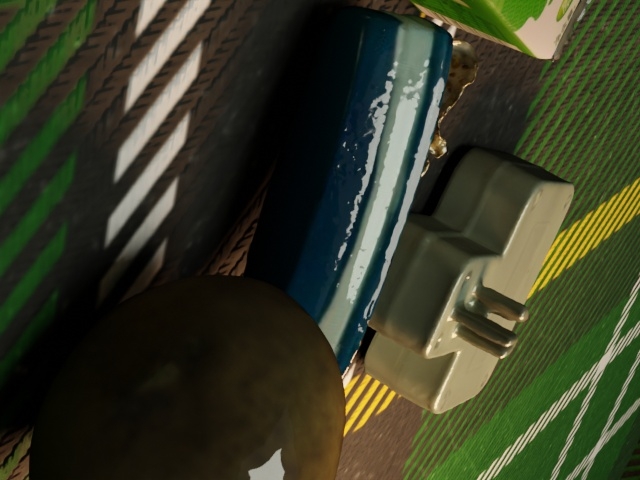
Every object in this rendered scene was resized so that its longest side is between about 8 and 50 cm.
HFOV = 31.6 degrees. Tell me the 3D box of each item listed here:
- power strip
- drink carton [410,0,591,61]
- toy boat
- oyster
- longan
[{"bbox_3d":[0.137,0.044,0.984,0.261,0.141,0.229,-1,117,-65],"label":"power strip"},{"bbox_3d":[0.098,-0.221,0.651,0.161,0.108,0.271,-63,156,5],"label":"drink carton"},{"bbox_3d":[0.000,0.000,0.709,0.061,0.096,0.299,11,104,-27],"label":"toy boat"},{"bbox_3d":[0.083,-0.098,0.810,0.083,0.081,0.038,-29,-178,10],"label":"oyster"},{"bbox_3d":[-0.070,0.108,0.623,0.187,0.167,0.167,-59,155,8],"label":"longan"}]
